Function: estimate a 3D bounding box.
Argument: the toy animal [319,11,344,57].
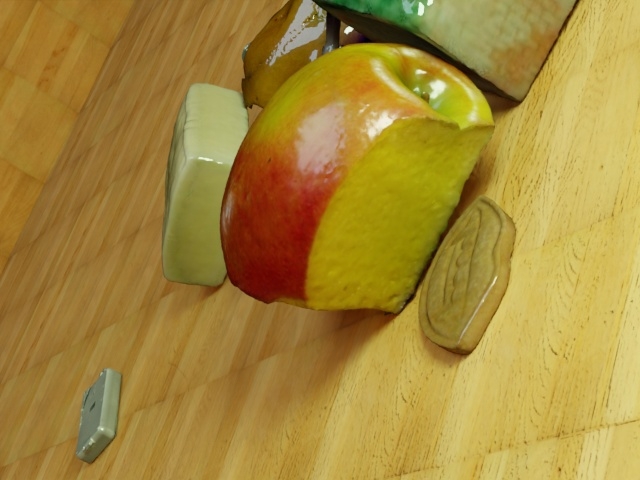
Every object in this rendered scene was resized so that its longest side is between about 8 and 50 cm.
[{"bbox_3d":[0.012,-0.213,2.040,0.324,0.090,0.195,59,-149,-83],"label":"toy animal"}]

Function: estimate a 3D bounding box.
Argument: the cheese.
[{"bbox_3d":[-0.191,-0.093,2.311,0.265,0.124,0.242,-96,14,-57],"label":"cheese"}]

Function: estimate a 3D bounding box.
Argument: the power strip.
[{"bbox_3d":[-0.377,0.295,2.395,0.081,0.035,0.192,-49,23,23],"label":"power strip"}]

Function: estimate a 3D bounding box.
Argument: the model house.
[{"bbox_3d":[0.183,-0.361,1.794,0.280,0.245,0.312,-61,31,1],"label":"model house"}]

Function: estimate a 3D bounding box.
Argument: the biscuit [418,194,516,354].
[{"bbox_3d":[0.162,0.039,1.586,0.142,0.029,0.220,-34,32,46],"label":"biscuit"}]

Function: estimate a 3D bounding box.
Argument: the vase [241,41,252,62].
[{"bbox_3d":[-0.099,-0.338,2.629,0.059,0.059,0.167,-58,21,0],"label":"vase"}]

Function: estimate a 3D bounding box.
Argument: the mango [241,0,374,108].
[{"bbox_3d":[-0.014,-0.311,2.280,0.287,0.153,0.201,-42,23,33],"label":"mango"}]

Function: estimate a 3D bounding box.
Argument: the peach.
[{"bbox_3d":[0.008,-0.067,1.714,0.380,0.242,0.306,-66,34,28],"label":"peach"}]
